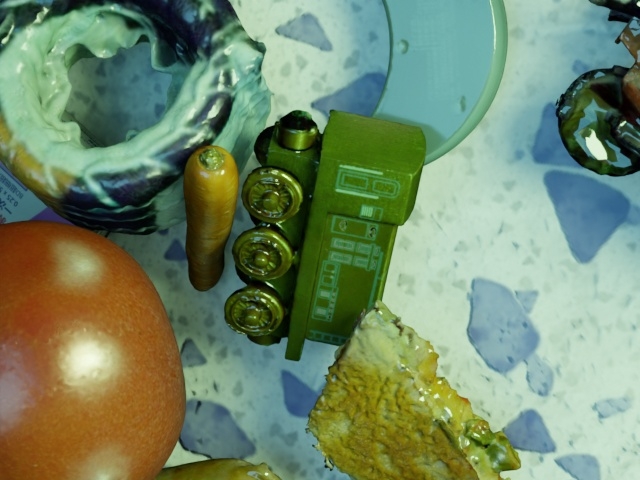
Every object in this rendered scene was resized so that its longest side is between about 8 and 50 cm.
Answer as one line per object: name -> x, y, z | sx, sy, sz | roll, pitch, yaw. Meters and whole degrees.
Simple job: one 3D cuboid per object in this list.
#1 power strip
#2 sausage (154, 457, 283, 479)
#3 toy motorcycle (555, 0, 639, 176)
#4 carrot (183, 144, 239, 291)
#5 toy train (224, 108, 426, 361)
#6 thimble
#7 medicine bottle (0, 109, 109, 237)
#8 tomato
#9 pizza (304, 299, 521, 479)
power strip -> 0.069, -0.178, 1.283 | 0.167, 0.054, 0.253 | 1, 96, 16
sausage -> -0.253, 0.278, 1.393 | 0.501, 0.123, 0.136 | -11, 120, 16
toy motorcycle -> 0.286, -0.115, 1.177 | 0.401, 0.134, 0.207 | 36, 105, 10
carrot -> -0.091, -0.011, 1.274 | 0.043, 0.248, 0.043 | 2, 66, -5
toy train -> 0.000, 0.000, 1.274 | 0.137, 0.090, 0.225 | 11, 127, 1
thimble -> -0.156, -0.121, 1.285 | 0.237, 0.150, 0.237 | -1, 76, 5
medicine bottle -> -0.278, -0.050, 1.411 | 0.201, 0.052, 0.171 | 42, 106, 11
tomato -> -0.225, 0.110, 1.271 | 0.224, 0.256, 0.256 | -16, 91, -10
pizza -> 0.065, 0.145, 1.290 | 0.147, 0.069, 0.226 | -24, 112, 33
